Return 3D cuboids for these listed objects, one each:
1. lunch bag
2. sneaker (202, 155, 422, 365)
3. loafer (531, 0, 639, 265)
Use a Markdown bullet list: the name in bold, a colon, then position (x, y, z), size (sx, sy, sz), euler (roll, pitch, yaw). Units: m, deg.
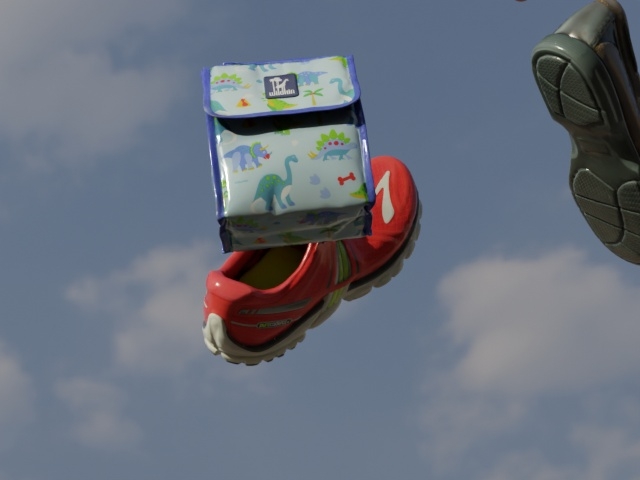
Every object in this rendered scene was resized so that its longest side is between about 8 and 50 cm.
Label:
- **lunch bag**: position (-0.027, -0.077, 1.257), size (0.129, 0.151, 0.096), euler (-5, -23, -3)
- **sneaker**: position (0.000, 0.000, 1.427), size (0.107, 0.279, 0.118), euler (27, -38, 26)
- **loafer**: position (0.259, -0.088, 1.337), size (0.084, 0.096, 0.267), euler (-47, -44, -20)
